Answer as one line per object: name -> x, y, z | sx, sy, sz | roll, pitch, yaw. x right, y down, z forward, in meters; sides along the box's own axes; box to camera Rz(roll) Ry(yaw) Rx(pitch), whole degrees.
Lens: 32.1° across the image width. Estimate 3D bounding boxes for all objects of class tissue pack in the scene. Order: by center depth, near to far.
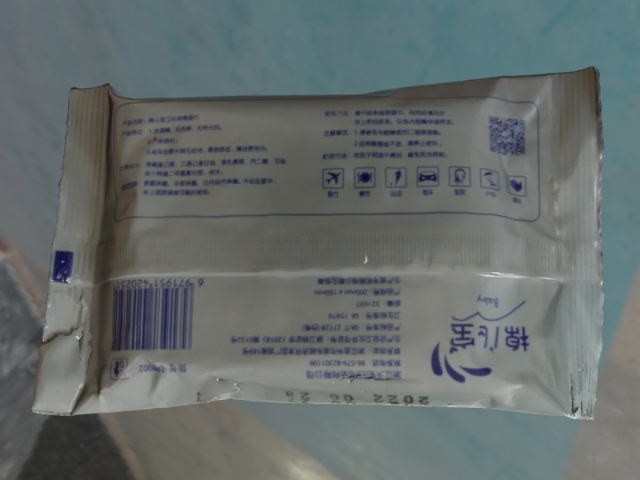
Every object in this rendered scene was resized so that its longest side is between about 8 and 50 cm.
tissue pack -> 0.000, 0.000, 0.383 | 0.193, 0.123, 0.026 | 0, 163, 6
